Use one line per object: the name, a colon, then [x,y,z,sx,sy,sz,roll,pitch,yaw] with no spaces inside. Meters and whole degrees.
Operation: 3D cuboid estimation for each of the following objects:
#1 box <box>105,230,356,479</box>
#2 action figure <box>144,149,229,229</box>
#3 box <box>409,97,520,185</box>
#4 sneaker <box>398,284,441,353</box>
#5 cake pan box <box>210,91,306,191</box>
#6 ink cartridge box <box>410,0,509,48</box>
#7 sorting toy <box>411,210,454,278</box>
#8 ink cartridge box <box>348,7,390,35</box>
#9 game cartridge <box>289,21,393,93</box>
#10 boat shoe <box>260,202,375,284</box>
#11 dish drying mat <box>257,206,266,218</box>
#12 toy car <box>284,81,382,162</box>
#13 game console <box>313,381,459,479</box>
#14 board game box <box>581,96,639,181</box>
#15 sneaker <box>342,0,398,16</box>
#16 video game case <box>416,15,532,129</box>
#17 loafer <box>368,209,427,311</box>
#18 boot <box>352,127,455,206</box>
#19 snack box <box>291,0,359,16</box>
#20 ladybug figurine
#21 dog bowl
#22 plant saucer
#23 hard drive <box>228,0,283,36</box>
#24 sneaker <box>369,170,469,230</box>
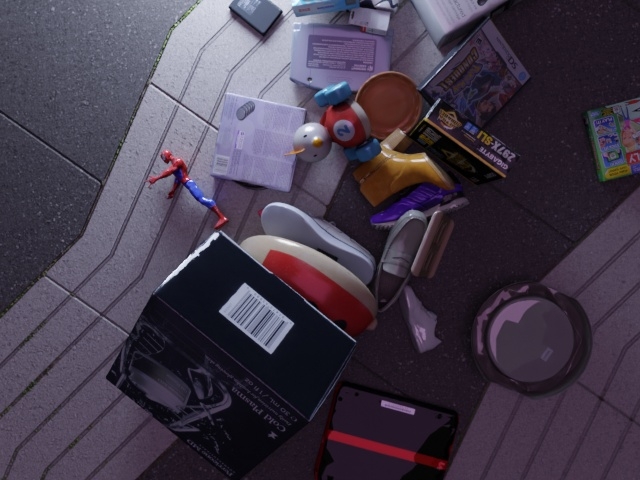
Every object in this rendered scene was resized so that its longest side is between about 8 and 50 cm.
box: [-0.248,0.321,1.754,0.480,0.297,0.472,39,135,0]
action figure: [-0.408,-0.134,1.948,0.139,0.091,0.280,-35,91,-6]
box: [0.383,-0.260,1.808,0.257,0.322,0.079,37,91,0]
sneaker: [0.300,0.223,1.959,0.094,0.080,0.212,-19,98,-9]
cake pan box: [-0.183,-0.283,1.951,0.246,0.070,0.267,11,92,3]
ink cartridge box: [0.445,-0.782,1.865,0.395,0.166,0.285,-30,91,2]
sorting toy: [0.318,0.014,1.887,0.038,0.208,0.193,23,93,23]
ink cartridge box: [0.141,-0.635,1.901,0.115,0.029,0.063,11,76,4]
game cartridge: [0.060,-0.533,1.942,0.297,0.062,0.198,5,96,1]
boat shoe: [0.005,-0.006,1.919,0.367,0.156,0.136,28,112,5]
dish drying mat: [-0.158,-0.058,1.987,0.032,0.008,0.083,-27,90,2]
toy car: [0.008,-0.290,1.852,0.238,0.210,0.219,-33,106,-8]
game console: [0.196,0.634,1.985,0.387,0.060,0.342,15,87,0]
board game box: [0.954,-0.314,1.929,0.317,0.046,0.213,-15,91,2]
sneaker: [0.119,-0.751,1.916,0.235,0.094,0.153,11,85,8]
video game case: [0.443,-0.449,1.879,0.275,0.035,0.248,-47,122,4]
loafer: [0.224,0.064,1.876,0.112,0.111,0.319,15,117,-7]
boot: [0.229,-0.168,1.873,0.211,0.104,0.295,-48,51,13]
snack box: [0.008,-0.799,1.871,0.187,0.060,0.322,-6,73,10]
ladybug figurine: [-0.052,0.153,1.843,0.449,0.305,0.162,25,55,7]
dog bowl: [0.607,0.285,1.932,0.349,0.102,0.348,0,93,2]
plant saucer: [0.196,-0.395,1.923,0.200,0.037,0.200,-2,113,-4]
hard drive: [-0.193,-0.687,1.957,0.135,0.022,0.094,39,93,0]
sneaker: [0.274,-0.126,1.935,0.293,0.102,0.146,-17,84,0]
